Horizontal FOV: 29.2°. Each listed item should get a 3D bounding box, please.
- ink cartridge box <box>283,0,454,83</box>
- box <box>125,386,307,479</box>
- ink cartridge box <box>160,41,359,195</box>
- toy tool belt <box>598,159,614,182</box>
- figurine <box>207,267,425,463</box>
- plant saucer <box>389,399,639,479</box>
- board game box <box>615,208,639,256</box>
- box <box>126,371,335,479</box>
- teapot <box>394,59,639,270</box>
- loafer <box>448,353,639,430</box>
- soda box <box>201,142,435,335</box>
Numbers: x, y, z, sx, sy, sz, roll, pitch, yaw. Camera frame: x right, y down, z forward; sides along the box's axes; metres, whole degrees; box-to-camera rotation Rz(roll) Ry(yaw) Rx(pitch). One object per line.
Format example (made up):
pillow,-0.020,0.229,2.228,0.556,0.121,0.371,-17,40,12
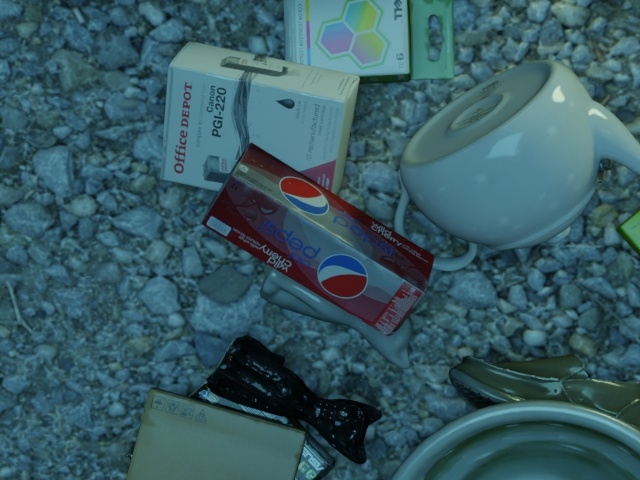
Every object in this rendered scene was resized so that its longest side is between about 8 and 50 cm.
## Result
ink cartridge box,0.061,-0.252,1.518,0.209,0.062,0.109,-1,88,5
box,-0.133,0.284,1.495,0.201,0.021,0.164,15,91,5
ink cartridge box,-0.076,-0.137,1.484,0.218,0.092,0.159,13,120,8
toy tool belt,0.321,-0.111,1.493,0.083,0.052,0.051,37,83,6
figurine,0.004,0.134,1.485,0.209,0.092,0.215,29,71,-1
plant saucer,0.257,0.374,1.442,0.400,0.100,0.400,1,96,8
board game box,0.453,0.025,1.479,0.092,0.043,0.181,-40,85,3
box,-0.111,0.272,1.526,0.184,0.045,0.191,-45,85,5
teapot,0.225,-0.073,1.427,0.252,0.256,0.187,-39,108,-13
loafer,0.279,0.179,1.476,0.251,0.094,0.087,16,75,1
soda box,0.000,0.000,1.435,0.263,0.092,0.083,32,120,-5
